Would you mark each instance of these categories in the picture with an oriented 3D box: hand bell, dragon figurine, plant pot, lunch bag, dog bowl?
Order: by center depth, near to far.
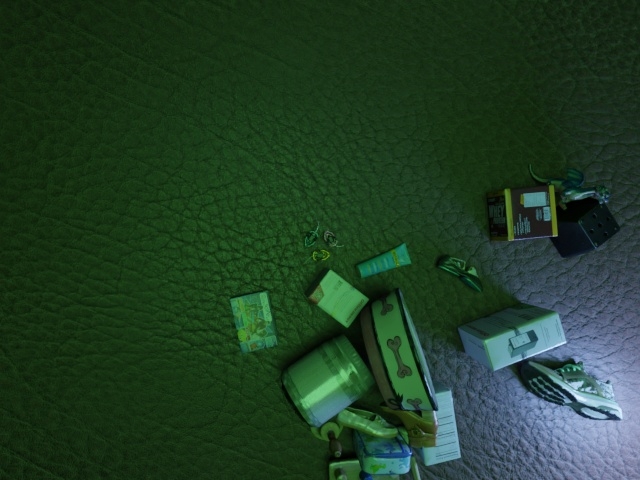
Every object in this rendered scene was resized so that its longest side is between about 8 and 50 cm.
[{"bbox_3d":[0.254,0.371,1.464,0.151,0.408,0.407,-18,93,10],"label":"dog bowl"},{"bbox_3d":[0.040,0.665,1.496,0.126,0.242,0.125,0,89,-8],"label":"hand bell"},{"bbox_3d":[0.211,0.714,1.531,0.176,0.219,0.090,5,95,-8],"label":"lunch bag"},{"bbox_3d":[0.923,-0.209,1.644,0.144,0.289,0.085,-31,135,-1],"label":"dragon figurine"},{"bbox_3d":[0.991,-0.057,1.665,0.188,0.167,0.188,-35,93,-7],"label":"plant pot"}]

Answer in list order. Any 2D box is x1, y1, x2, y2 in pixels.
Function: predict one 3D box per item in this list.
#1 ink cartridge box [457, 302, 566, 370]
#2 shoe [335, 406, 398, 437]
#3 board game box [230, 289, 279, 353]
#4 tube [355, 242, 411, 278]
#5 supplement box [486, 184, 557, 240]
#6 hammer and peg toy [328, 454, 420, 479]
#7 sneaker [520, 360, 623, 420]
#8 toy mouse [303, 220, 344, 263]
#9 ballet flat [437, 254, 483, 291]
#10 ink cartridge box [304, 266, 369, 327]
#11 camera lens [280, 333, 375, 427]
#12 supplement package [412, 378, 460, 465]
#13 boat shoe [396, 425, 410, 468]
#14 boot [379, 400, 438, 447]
[{"bbox_3d":[0.682,0.341,1.601,0.290,0.211,0.121,-18,94,-6],"label":"ink cartridge box"},{"bbox_3d":[0.164,0.624,1.522,0.219,0.076,0.058,14,94,2],"label":"shoe"},{"bbox_3d":[-0.232,0.286,1.562,0.137,0.035,0.200,-11,92,-8],"label":"board game box"},{"bbox_3d":[0.232,0.081,1.623,0.207,0.052,0.080,-20,102,-14],"label":"tube"},{"bbox_3d":[0.749,-0.100,1.649,0.195,0.129,0.191,-5,91,-8],"label":"supplement box"},{"bbox_3d":[0.211,0.892,1.579,0.362,0.127,0.265,-3,89,-8],"label":"hammer and peg toy"},{"bbox_3d":[0.956,0.540,1.701,0.411,0.158,0.181,28,55,-5],"label":"sneaker"},{"bbox_3d":[0.000,0.000,1.595,0.161,0.031,0.142,-12,92,-8],"label":"toy mouse"},{"bbox_3d":[0.535,0.116,1.652,0.203,0.074,0.074,31,86,-5],"label":"ballet flat"},{"bbox_3d":[0.055,0.198,1.554,0.176,0.127,0.128,39,84,-6],"label":"ink cartridge box"},{"bbox_3d":[0.019,0.476,1.504,0.275,0.219,0.219,-33,94,-7],"label":"camera lens"},{"bbox_3d":[0.400,0.652,1.597,0.134,0.139,0.243,-9,90,-9],"label":"supplement package"},{"bbox_3d":[0.304,0.764,1.629,0.048,0.056,0.152,-6,89,2],"label":"boat shoe"},{"bbox_3d":[0.300,0.624,1.501,0.197,0.073,0.152,-2,97,24],"label":"boot"}]
